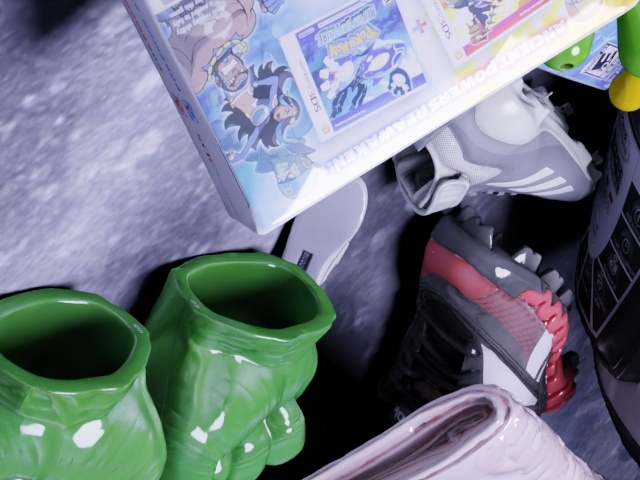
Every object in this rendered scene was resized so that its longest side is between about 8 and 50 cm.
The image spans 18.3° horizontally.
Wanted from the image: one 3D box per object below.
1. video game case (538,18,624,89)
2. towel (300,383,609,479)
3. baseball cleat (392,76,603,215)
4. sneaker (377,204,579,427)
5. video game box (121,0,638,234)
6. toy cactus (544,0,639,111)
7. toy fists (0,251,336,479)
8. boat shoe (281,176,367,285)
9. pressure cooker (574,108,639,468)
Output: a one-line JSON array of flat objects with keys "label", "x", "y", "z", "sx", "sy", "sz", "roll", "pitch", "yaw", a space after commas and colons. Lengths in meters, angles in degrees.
[{"label": "video game case", "x": 0.168, "y": -0.217, "z": 1.076, "sx": 0.269, "sy": 0.061, "sz": 0.244, "roll": -55, "pitch": 152, "yaw": 16}, {"label": "towel", "x": 0.032, "y": 0.210, "z": 1.345, "sx": 0.317, "sy": 0.053, "sz": 0.332, "roll": -26, "pitch": 156, "yaw": 11}, {"label": "baseball cleat", "x": 0.103, "y": -0.053, "z": 1.215, "sx": 0.109, "sy": 0.072, "sz": 0.206, "roll": -35, "pitch": 154, "yaw": 10}, {"label": "sneaker", "x": 0.100, "y": 0.078, "z": 1.336, "sx": 0.135, "sy": 0.097, "sz": 0.276, "roll": -45, "pitch": 155, "yaw": -11}, {"label": "video game box", "x": 0.014, "y": -0.133, "z": 0.832, "sx": 0.205, "sy": 0.048, "sz": 0.187, "roll": -31, "pitch": 111, "yaw": -14}, {"label": "toy cactus", "x": 0.164, "y": -0.161, "z": 0.983, "sx": 0.219, "sy": 0.112, "sz": 0.180, "roll": 23, "pitch": 98, "yaw": -51}, {"label": "toy fists", "x": -0.103, "y": 0.099, "z": 1.061, "sx": 0.279, "sy": 0.096, "sz": 0.142, "roll": -13, "pitch": 139, "yaw": -51}, {"label": "boat shoe", "x": 0.000, "y": 0.000, "z": 1.157, "sx": 0.100, "sy": 0.035, "sz": 0.035, "roll": -65, "pitch": 177, "yaw": 24}, {"label": "pressure cooker", "x": 0.377, "y": -0.038, "z": 1.270, "sx": 0.375, "sy": 0.370, "sz": 0.420, "roll": -34, "pitch": 145, "yaw": -35}]
